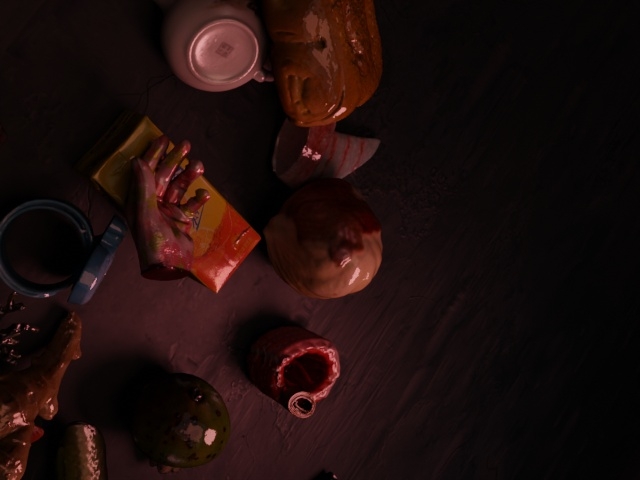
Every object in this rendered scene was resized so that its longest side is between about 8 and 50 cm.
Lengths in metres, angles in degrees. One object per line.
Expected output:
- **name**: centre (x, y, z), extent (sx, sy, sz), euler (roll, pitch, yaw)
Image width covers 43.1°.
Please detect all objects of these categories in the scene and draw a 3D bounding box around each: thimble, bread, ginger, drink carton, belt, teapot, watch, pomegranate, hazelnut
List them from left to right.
- **ginger**: centre (-0.510, 0.266, 1.418), extent (0.148, 0.081, 0.334), euler (44, 42, -18)
- **watch**: centre (-0.454, 0.007, 1.395), extent (0.193, 0.211, 0.211), euler (27, 86, -16)
- **drink carton**: centre (-0.281, -0.070, 1.532), extent (0.155, 0.111, 0.351), euler (-52, 126, -14)
- **pomegranate**: centre (-0.287, 0.379, 1.627), extent (0.202, 0.202, 0.248), euler (0, 131, -37)
- **teapot**: centre (-0.186, -0.371, 1.499), extent (0.204, 0.139, 0.298), euler (-44, 133, 15)
- **thimble**: centre (-0.057, 0.279, 1.795), extent (0.189, 0.125, 0.163), euler (-1, 104, -37)
- **belt**: centre (-0.045, 0.343, 1.724), extent (0.083, 0.036, 0.059), euler (40, 81, -41)
- **hazelnut**: centre (0.000, 0.000, 1.694), extent (0.241, 0.261, 0.261), euler (5, 101, -24)
- **bread**: centre (0.019, -0.409, 1.552), extent (0.337, 0.147, 0.328), euler (-50, 135, -59)

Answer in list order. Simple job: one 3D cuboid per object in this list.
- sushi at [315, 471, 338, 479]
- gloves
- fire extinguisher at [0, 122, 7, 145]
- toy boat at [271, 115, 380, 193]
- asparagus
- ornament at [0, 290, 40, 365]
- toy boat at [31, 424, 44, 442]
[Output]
- **sushi**: centre (0.010, 0.625, 1.998), extent (0.083, 0.056, 0.085), euler (-41, 123, -30)
- **gloves**: centre (-0.275, -0.060, 1.401), extent (0.145, 0.126, 0.241), euler (5, 69, -36)
- **fire extinguisher**: centre (-0.575, -0.267, 1.280), extent (0.106, 0.075, 0.252), euler (-53, 132, -48)
- **toy boat**: centre (0.025, -0.191, 1.759), extent (0.282, 0.096, 0.206), euler (0, 112, -50)
- **asparagus**: centre (-0.456, 0.509, 1.567), extent (0.108, 0.128, 0.382), euler (0, 102, 4)
- **ornament**: centre (-0.597, 0.151, 1.334), extent (0.236, 0.080, 0.202), euler (-23, 127, -5)
- **toy boat**: centre (-0.676, 0.335, 1.371), extent (0.392, 0.079, 0.136), euler (1, 102, -37)
